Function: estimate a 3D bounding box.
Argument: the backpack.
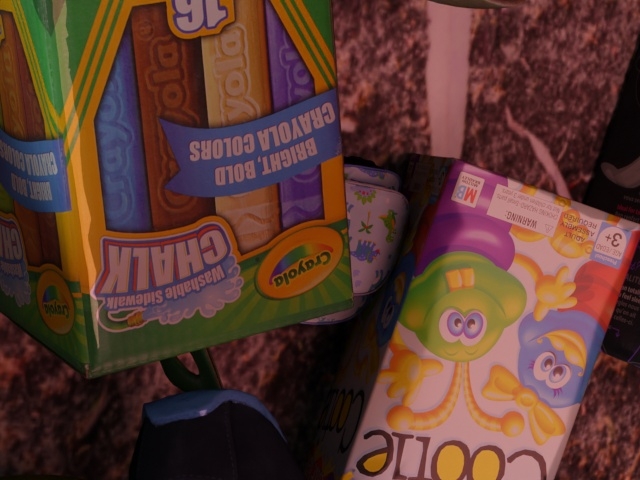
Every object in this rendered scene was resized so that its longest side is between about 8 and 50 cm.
[{"bbox_3d":[0.000,0.000,1.016,0.105,0.084,0.114,8,101,-31],"label":"backpack"}]

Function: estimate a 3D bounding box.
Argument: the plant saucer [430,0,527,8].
[{"bbox_3d":[0.019,-0.258,0.883,0.050,0.311,0.310,-34,128,27],"label":"plant saucer"}]

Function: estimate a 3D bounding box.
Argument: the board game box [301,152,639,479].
[{"bbox_3d":[0.096,0.092,1.039,0.144,0.142,0.275,19,92,-9],"label":"board game box"}]

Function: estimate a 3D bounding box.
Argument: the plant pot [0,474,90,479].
[{"bbox_3d":[-0.200,0.332,0.840,0.366,0.366,0.353,-12,97,-30],"label":"plant pot"}]

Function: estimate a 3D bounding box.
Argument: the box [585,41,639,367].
[{"bbox_3d":[0.315,-0.022,1.160,0.143,0.165,0.270,16,94,-34],"label":"box"}]

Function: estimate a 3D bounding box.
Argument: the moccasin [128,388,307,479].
[{"bbox_3d":[-0.035,0.233,0.907,0.137,0.117,0.342,-19,132,18],"label":"moccasin"}]

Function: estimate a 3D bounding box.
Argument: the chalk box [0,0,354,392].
[{"bbox_3d":[-0.102,-0.034,0.885,0.179,0.180,0.289,-12,107,-30],"label":"chalk box"}]
